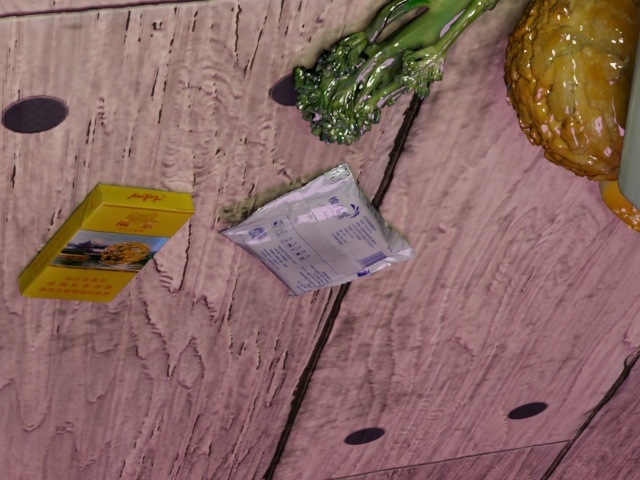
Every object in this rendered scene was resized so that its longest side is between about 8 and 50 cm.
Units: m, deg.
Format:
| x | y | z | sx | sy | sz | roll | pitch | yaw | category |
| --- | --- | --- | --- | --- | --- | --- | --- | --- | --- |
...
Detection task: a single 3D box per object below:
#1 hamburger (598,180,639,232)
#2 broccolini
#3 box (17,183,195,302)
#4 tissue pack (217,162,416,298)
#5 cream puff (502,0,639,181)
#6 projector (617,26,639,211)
| x | y | z | sx | sy | sz | roll | pitch | yaw | category |
| --- | --- | --- | --- | --- | --- | --- | --- | --- | --- |
| 0.333 | -0.053 | 1.496 | 0.173 | 0.116 | 0.210 | -28 | 151 | 30 | hamburger |
| 0.128 | -0.175 | 1.194 | 0.079 | 0.074 | 0.392 | 3 | 151 | -46 | broccolini |
| -0.177 | 0.005 | 1.453 | 0.087 | 0.023 | 0.155 | 8 | 146 | -33 | box |
| 0.000 | 0.000 | 1.529 | 0.122 | 0.026 | 0.193 | -21 | 153 | 12 | tissue pack |
| 0.190 | -0.119 | 1.272 | 0.115 | 0.150 | 0.165 | -5 | 121 | 17 | cream puff |
| 0.294 | -0.149 | 1.139 | 0.250 | 0.108 | 0.198 | -53 | 158 | -25 | projector |
